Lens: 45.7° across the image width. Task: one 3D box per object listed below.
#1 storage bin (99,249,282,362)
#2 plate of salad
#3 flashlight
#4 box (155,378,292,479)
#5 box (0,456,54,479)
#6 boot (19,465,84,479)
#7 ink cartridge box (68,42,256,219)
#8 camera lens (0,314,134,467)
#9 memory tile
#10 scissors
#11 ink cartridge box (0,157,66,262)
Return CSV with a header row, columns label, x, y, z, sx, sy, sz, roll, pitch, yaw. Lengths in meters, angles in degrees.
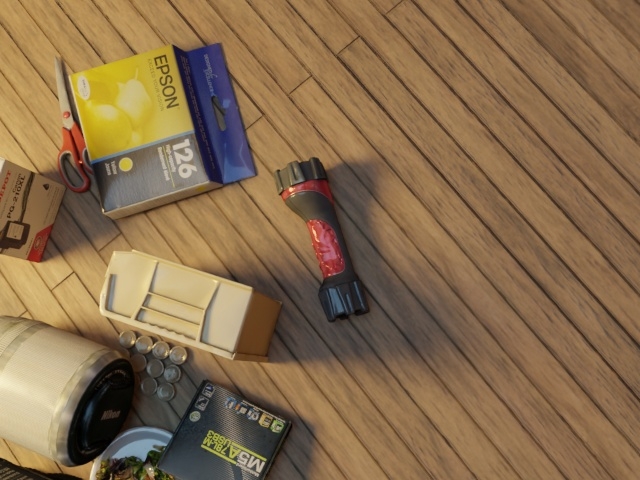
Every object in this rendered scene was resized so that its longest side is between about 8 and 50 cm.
label,x,y,z,sx,sy,sz,roll,pitch,yaw
storage bin,-0.223,0.119,1.358,0.261,0.262,0.123,17,83,11
plate of salad,-0.332,0.449,1.417,0.200,0.048,0.199,1,75,-4
flashlight,0.000,0.000,1.422,0.103,0.103,0.304,-17,78,5
box,-0.175,0.379,1.400,0.191,0.045,0.184,25,69,11
box,-0.491,0.693,1.261,0.472,0.297,0.479,18,95,9
boot,-0.528,0.520,1.452,0.198,0.077,0.137,11,96,12
ink cartridge box,-0.318,-0.229,1.518,0.307,0.072,0.303,-18,79,4
camera lens,-0.500,0.272,1.395,0.274,0.219,0.219,18,84,15
memory tile,-0.339,0.245,1.484,0.148,0.012,0.113,16,84,10
scissors,-0.534,-0.241,1.584,0.109,0.021,0.297,-30,79,5
ink cartridge box,-0.612,-0.062,1.459,0.100,0.237,0.171,16,84,11
